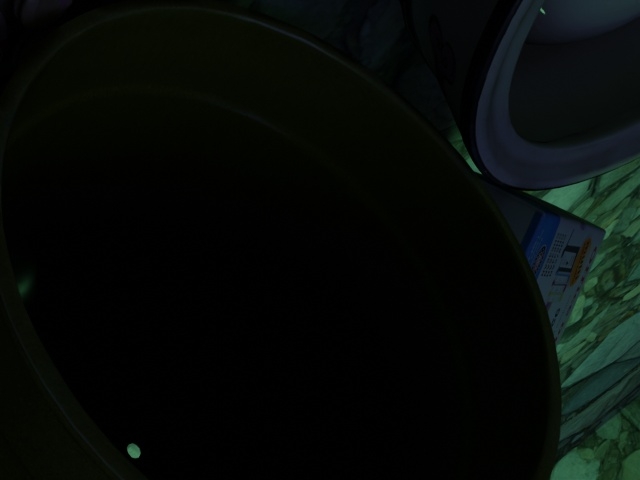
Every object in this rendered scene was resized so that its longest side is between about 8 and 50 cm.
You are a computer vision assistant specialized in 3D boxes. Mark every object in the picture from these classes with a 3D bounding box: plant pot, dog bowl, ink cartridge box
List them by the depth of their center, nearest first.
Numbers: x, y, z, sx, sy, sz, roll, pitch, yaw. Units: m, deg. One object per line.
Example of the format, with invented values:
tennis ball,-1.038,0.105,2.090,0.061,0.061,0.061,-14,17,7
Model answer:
plant pot,-0.102,0.102,0.790,0.366,0.366,0.353,-10,155,-44
dog bowl,0.221,-0.225,0.819,0.408,0.150,0.408,-29,153,-16
ink cartridge box,0.101,0.028,0.992,0.232,0.168,0.171,7,107,-66

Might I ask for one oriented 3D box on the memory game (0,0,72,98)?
memory game,-0.200,-0.082,0.644,0.186,0.012,0.186,-41,161,-18
